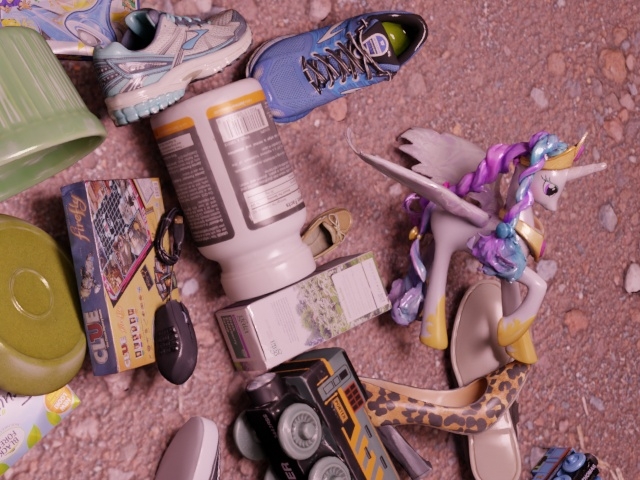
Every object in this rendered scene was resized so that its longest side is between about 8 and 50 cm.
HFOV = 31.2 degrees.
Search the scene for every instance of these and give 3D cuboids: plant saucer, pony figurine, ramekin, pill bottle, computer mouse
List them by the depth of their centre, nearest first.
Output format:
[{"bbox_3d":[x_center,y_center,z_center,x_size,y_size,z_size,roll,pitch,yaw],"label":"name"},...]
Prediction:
[{"bbox_3d":[-0.412,-0.121,1.305,0.303,0.303,0.148,-28,92,-32],"label":"ramekin"},{"bbox_3d":[-0.362,0.070,1.400,0.241,0.037,0.241,38,38,-38],"label":"plant saucer"},{"bbox_3d":[-0.186,0.070,1.520,0.071,0.041,0.242,21,62,-59],"label":"computer mouse"},{"bbox_3d":[-0.114,-0.069,1.571,0.162,0.162,0.278,-25,99,-33],"label":"pill bottle"},{"bbox_3d":[0.212,-0.027,1.690,0.303,0.351,0.363,-25,132,-59],"label":"pony figurine"}]

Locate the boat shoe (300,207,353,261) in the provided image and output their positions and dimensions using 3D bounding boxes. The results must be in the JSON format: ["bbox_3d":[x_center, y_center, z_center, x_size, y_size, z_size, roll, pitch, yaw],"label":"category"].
[{"bbox_3d":[-0.001,-0.001,1.704,0.153,0.048,0.056,-32,102,-32],"label":"boat shoe"}]

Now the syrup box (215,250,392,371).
[{"bbox_3d":[-0.022,0.101,1.650,0.237,0.096,0.093,-23,96,-33],"label":"syrup box"}]

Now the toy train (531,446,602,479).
[{"bbox_3d":[0.382,0.416,1.876,0.184,0.105,0.080,-44,105,-29],"label":"toy train"}]

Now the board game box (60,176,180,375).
[{"bbox_3d":[-0.251,0.042,1.494,0.165,0.042,0.243,-9,89,-64],"label":"board game box"}]

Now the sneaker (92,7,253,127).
[{"bbox_3d":[-0.194,-0.265,1.537,0.283,0.110,0.122,-47,120,-45],"label":"sneaker"}]

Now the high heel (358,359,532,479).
[{"bbox_3d":[0.180,0.215,1.729,0.261,0.093,0.186,-39,98,-4],"label":"high heel"}]

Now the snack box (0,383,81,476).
[{"bbox_3d":[-0.425,0.200,1.389,0.207,0.070,0.174,-43,107,-29],"label":"snack box"}]

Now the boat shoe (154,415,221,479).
[{"bbox_3d":[-0.168,0.387,1.518,0.102,0.108,0.301,18,78,-31],"label":"boat shoe"}]

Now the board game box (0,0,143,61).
[{"bbox_3d":[-0.337,-0.309,1.525,0.201,0.035,0.136,-3,87,-34],"label":"board game box"}]

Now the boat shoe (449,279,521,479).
[{"bbox_3d":[0.264,0.233,1.841,0.112,0.095,0.335,-3,81,2],"label":"boat shoe"}]

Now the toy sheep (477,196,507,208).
[{"bbox_3d":[0.285,-0.028,1.875,0.091,0.091,0.132,-33,121,-32],"label":"toy sheep"}]

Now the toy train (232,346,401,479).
[{"bbox_3d":[0.014,0.313,1.634,0.190,0.142,0.334,-37,105,-40],"label":"toy train"}]

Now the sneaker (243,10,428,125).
[{"bbox_3d":[0.029,-0.273,1.691,0.330,0.147,0.129,-32,101,-34],"label":"sneaker"}]
